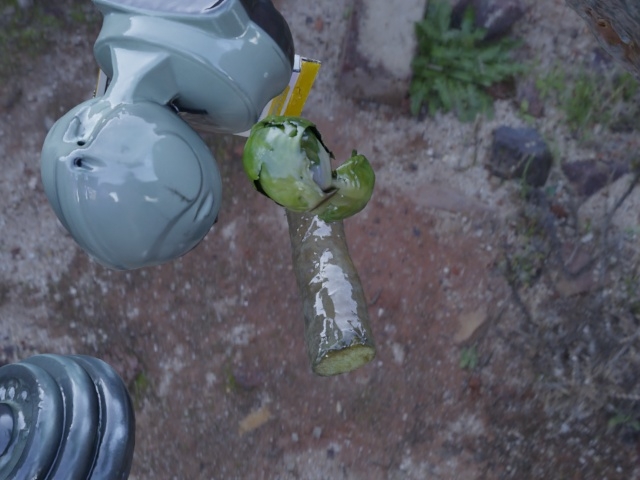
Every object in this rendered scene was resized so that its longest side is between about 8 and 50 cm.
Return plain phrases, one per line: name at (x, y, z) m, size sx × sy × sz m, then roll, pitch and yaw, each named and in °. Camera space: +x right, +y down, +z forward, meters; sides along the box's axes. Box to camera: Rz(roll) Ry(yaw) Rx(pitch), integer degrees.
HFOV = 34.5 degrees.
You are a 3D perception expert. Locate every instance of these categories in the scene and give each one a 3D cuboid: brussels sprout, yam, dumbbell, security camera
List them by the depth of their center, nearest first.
brussels sprout at (-0.002, -0.036, 0.548) m, size 0.083 × 0.046 × 0.051 m, roll 20°, pitch 56°, yaw -37°
dumbbell at (-0.300, 0.117, 0.736) m, size 0.179 × 0.406 × 0.179 m, roll -22°, pitch 52°, yaw 31°
security camera at (-0.154, -0.108, 0.981) m, size 0.197 × 0.191 × 0.277 m, roll 14°, pitch 70°, yaw 22°
yam at (0.000, 0.000, 1.224) m, size 0.081 × 0.081 × 0.356 m, roll -5°, pitch 52°, yaw -7°

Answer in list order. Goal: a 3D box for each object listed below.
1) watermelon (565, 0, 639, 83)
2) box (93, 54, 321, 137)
watermelon at (0.140, -0.206, 0.404) m, size 0.228 × 0.387 × 0.258 m, roll -41°, pitch 30°, yaw -7°
box at (-0.133, -0.181, 1.194) m, size 0.247 × 0.129 × 0.033 m, roll 9°, pitch 53°, yaw -13°
